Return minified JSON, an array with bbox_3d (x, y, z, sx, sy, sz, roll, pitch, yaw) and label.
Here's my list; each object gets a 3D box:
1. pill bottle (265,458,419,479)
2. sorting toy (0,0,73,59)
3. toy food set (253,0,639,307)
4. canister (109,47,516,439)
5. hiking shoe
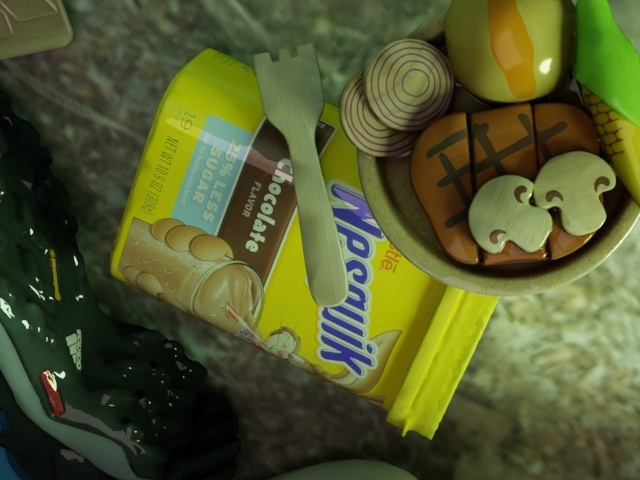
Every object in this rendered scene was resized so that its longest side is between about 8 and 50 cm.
[{"bbox_3d":[0.043,0.326,0.806,0.224,0.224,0.392,-22,107,27],"label":"pill bottle"},{"bbox_3d":[-0.135,-0.119,0.762,0.083,0.012,0.062,-7,108,25],"label":"sorting toy"},{"bbox_3d":[0.073,-0.043,0.662,0.192,0.038,0.132,-12,86,7],"label":"toy food set"},{"bbox_3d":[0.000,0.000,0.743,0.170,0.073,0.126,25,120,7],"label":"canister"},{"bbox_3d":[-0.173,0.037,0.795,0.132,0.113,0.304,-26,105,27],"label":"hiking shoe"}]
